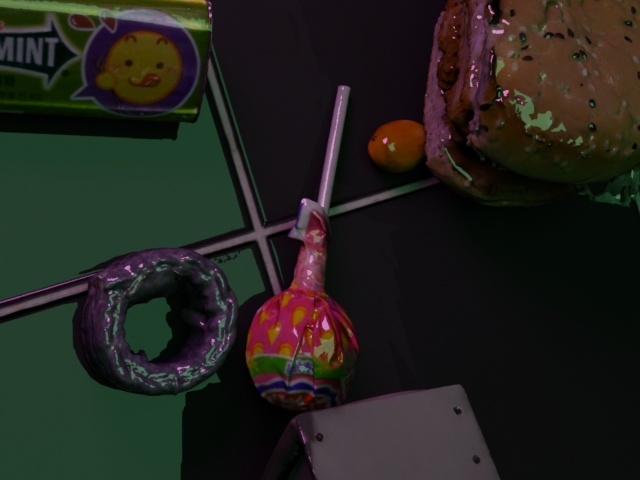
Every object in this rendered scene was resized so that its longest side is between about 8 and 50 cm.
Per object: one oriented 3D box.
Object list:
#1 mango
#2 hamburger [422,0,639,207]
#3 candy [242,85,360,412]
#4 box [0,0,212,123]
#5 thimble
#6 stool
[{"bbox_3d":[0.094,-0.107,1.099,0.089,0.046,0.060,-8,87,-35],"label":"mango"},{"bbox_3d":[0.258,-0.187,1.078,0.277,0.195,0.318,14,65,-18],"label":"hamburger"},{"bbox_3d":[0.000,0.000,1.034,0.124,0.124,0.365,17,71,-19],"label":"candy"},{"bbox_3d":[-0.282,-0.183,0.911,0.345,0.097,0.134,1,122,-22],"label":"box"},{"bbox_3d":[-0.158,0.078,0.952,0.150,0.098,0.150,2,85,-22],"label":"thimble"},{"bbox_3d":[0.061,0.308,0.890,0.170,0.243,0.269,-7,57,-21],"label":"stool"}]
